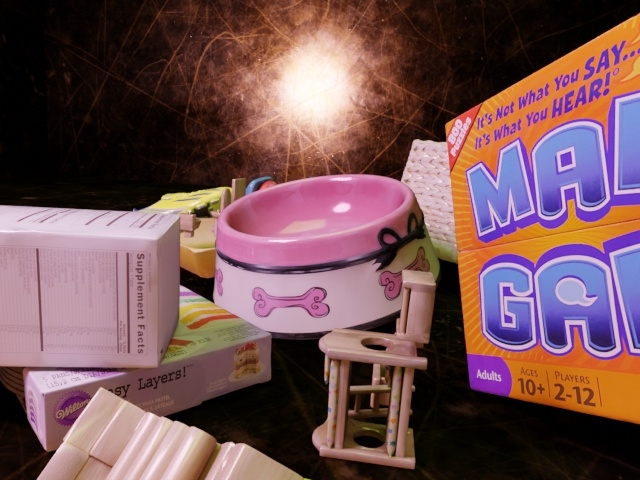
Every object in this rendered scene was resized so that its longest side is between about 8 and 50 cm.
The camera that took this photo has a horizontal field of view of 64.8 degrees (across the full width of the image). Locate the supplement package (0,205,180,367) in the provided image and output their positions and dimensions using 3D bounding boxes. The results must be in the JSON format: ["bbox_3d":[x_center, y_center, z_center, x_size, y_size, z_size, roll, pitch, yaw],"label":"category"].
[{"bbox_3d":[-0.279,0.042,0.525,0.244,0.139,0.134,3,13,-7],"label":"supplement package"}]

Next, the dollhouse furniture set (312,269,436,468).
[{"bbox_3d":[0.054,0.107,0.536,0.101,0.181,0.161,5,11,7],"label":"dollhouse furniture set"}]

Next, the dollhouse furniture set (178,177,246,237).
[{"bbox_3d":[-0.263,-0.078,1.106,0.151,0.123,0.144,7,11,15],"label":"dollhouse furniture set"}]

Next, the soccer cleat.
[{"bbox_3d":[-0.367,-0.095,1.350,0.289,0.121,0.093,-23,-27,-7],"label":"soccer cleat"}]

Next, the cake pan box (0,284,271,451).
[{"bbox_3d":[-0.235,0.131,0.612,0.267,0.070,0.246,-7,13,-40],"label":"cake pan box"}]

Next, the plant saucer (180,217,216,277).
[{"bbox_3d":[-0.226,0.012,1.194,0.333,0.081,0.333,-6,15,-40],"label":"plant saucer"}]

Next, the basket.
[{"bbox_3d":[0.388,-0.064,1.189,0.328,0.266,0.331,12,5,-41],"label":"basket"}]

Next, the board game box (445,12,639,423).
[{"bbox_3d":[0.407,-0.010,0.566,0.357,0.356,0.356,0,-7,-23],"label":"board game box"}]

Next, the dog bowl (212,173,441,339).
[{"bbox_3d":[0.000,0.000,0.888,0.408,0.150,0.408,-7,21,3],"label":"dog bowl"}]

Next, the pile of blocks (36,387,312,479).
[{"bbox_3d":[-0.058,0.197,0.311,0.362,0.149,0.112,1,50,39],"label":"pile of blocks"}]

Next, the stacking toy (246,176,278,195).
[{"bbox_3d":[-0.088,-0.080,1.600,0.302,0.175,0.166,19,18,16],"label":"stacking toy"}]
